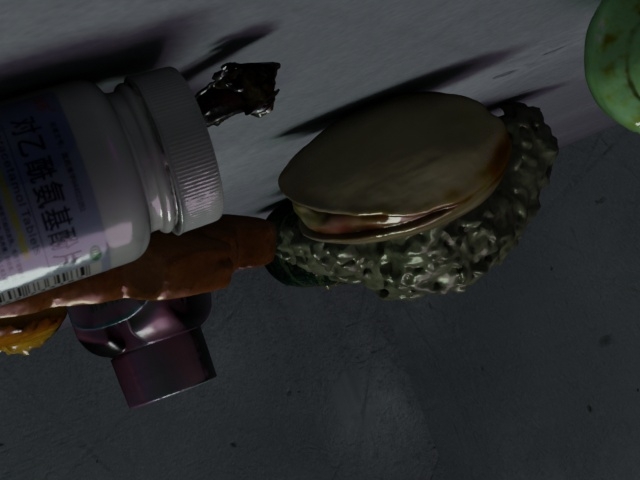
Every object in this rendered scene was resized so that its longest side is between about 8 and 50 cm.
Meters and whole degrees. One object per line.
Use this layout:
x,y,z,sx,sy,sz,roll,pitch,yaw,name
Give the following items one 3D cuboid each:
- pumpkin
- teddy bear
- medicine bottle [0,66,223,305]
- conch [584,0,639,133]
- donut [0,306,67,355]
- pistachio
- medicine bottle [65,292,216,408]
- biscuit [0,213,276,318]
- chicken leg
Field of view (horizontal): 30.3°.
-0.001,0.001,1.792,0.190,0.146,0.190,3,170,1,pumpkin
0.082,-0.040,1.517,0.367,0.224,0.357,-2,-168,43,teddy bear
-0.153,-0.024,0.618,0.186,0.103,0.103,-18,177,-16,medicine bottle
0.289,-0.140,0.957,0.143,0.137,0.250,18,-176,17,conch
-0.372,0.087,1.178,0.253,0.118,0.253,-22,175,-2,donut
0.072,-0.065,1.102,0.215,0.144,0.144,-22,177,5,pistachio
-0.156,0.041,1.005,0.094,0.188,0.119,-21,177,17,medicine bottle
-0.192,0.004,0.809,0.306,0.043,0.284,4,-170,37,biscuit
-0.098,-0.063,0.771,0.106,0.051,0.253,-20,180,-22,chicken leg
